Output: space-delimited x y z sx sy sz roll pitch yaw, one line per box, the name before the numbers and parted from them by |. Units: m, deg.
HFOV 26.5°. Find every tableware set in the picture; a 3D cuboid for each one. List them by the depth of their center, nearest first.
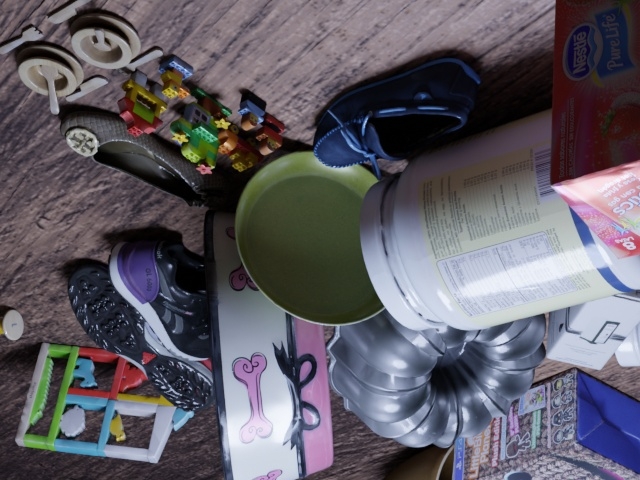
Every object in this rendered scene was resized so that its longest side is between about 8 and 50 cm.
tableware set | -0.302 -0.220 1.678 0.194 0.039 0.128 -20 138 39

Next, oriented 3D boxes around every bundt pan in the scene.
bundt pan | 0.180 0.158 1.903 0.331 0.124 0.331 -14 126 -20

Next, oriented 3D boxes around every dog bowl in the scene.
dog bowl | -0.070 0.153 1.901 0.150 0.408 0.408 -6 148 -1

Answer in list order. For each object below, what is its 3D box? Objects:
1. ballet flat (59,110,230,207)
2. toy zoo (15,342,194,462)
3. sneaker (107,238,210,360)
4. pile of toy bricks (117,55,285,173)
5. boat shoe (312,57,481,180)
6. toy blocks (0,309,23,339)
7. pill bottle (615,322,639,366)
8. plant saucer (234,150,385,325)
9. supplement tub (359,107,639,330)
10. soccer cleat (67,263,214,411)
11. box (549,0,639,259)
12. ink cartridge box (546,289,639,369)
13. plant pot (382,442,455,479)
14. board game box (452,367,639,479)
ballet flat | -0.235 -0.102 1.831 0.250 0.058 0.084 25 145 -23
toy zoo | -0.363 0.282 2.362 0.293 0.192 0.030 5 149 7
sneaker | -0.201 0.097 2.100 0.124 0.107 0.283 -10 143 27
pile of toy bricks | -0.146 -0.133 1.711 0.212 0.105 0.118 33 142 -33
boat shoe | 0.077 -0.141 1.652 0.109 0.089 0.258 28 144 -27
toy blocks | -0.600 0.133 2.320 0.148 0.054 0.123 -7 145 26
pill bottle | 0.538 0.118 1.897 0.246 0.136 0.136 -6 145 24
plant saucer | 0.000 0.000 1.760 0.241 0.241 0.037 18 154 -14
supplement tub | 0.235 -0.023 1.643 0.325 0.235 0.235 -17 140 31
soccer cleat | -0.284 0.143 2.212 0.108 0.116 0.318 -36 112 21
box | 0.328 -0.153 1.359 0.142 0.300 0.154 -16 141 33
ink cartridge box | 0.379 0.061 1.839 0.086 0.148 0.203 13 148 -3
plant pot | 0.224 0.479 2.512 0.237 0.237 0.254 28 155 -28
board game box | 0.407 0.364 2.315 0.232 0.141 0.291 28 141 -27
